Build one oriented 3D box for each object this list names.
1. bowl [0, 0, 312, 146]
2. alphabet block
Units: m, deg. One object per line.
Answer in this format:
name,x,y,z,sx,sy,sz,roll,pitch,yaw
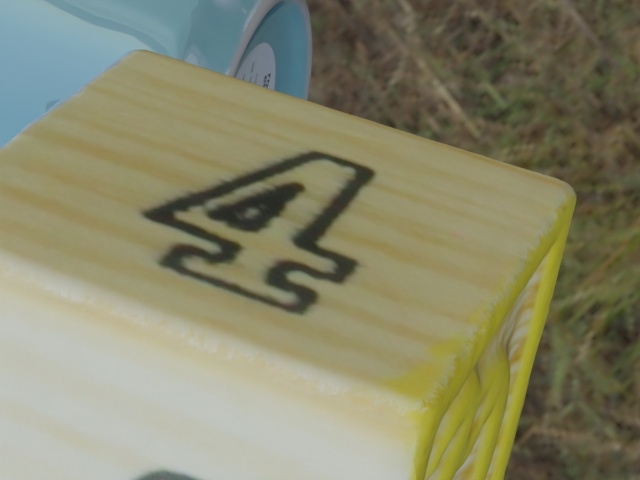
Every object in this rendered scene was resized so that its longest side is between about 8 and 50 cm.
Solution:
bowl,-0.110,-0.080,1.047,0.163,0.311,0.312,16,139,14
alphabet block,-0.035,0.063,0.686,0.197,0.193,0.192,20,124,14
